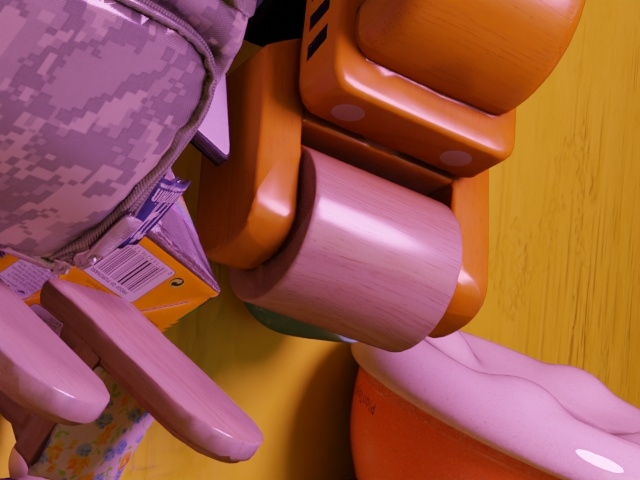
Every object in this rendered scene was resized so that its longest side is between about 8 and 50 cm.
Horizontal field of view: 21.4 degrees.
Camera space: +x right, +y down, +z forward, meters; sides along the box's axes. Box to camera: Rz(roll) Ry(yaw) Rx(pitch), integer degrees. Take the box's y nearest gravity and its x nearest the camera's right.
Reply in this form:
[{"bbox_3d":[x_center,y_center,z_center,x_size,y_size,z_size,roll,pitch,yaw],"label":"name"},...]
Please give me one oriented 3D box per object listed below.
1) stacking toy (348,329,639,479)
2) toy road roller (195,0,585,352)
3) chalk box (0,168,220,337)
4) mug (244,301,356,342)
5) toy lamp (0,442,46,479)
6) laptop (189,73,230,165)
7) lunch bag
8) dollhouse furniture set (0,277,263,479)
[{"bbox_3d":[0.111,0.334,1.482,0.350,0.350,0.480,14,102,-58],"label":"stacking toy"},{"bbox_3d":[0.060,-0.109,1.197,0.202,0.240,0.330,20,60,-29],"label":"toy road roller"},{"bbox_3d":[-0.173,-0.037,1.014,0.132,0.132,0.213,43,16,-49],"label":"chalk box"},{"bbox_3d":[-0.001,0.010,1.362,0.157,0.097,0.130,-26,116,-55],"label":"mug"},{"bbox_3d":[-0.169,0.053,1.121,0.080,0.080,0.275,21,77,-57],"label":"toy lamp"},{"bbox_3d":[-0.072,-0.333,1.050,0.382,0.236,0.408,42,36,-51],"label":"laptop"},{"bbox_3d":[-0.178,-0.137,0.769,0.305,0.212,0.256,21,94,-47],"label":"lunch bag"},{"bbox_3d":[-0.225,0.204,0.759,0.362,0.256,0.394,-55,146,7],"label":"dollhouse furniture set"}]
